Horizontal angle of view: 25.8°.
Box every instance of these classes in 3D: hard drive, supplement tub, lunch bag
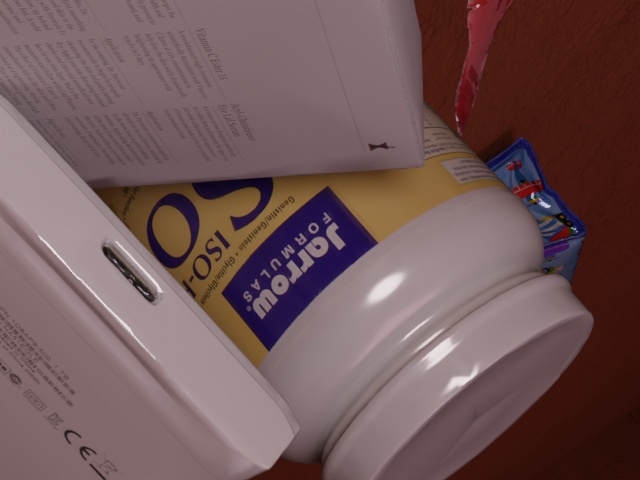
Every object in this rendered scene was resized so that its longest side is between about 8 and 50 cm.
[{"bbox_3d":[-0.192,0.084,0.800,0.353,0.233,0.047,-34,-169,47],"label":"hard drive"},{"bbox_3d":[0.000,0.000,0.961,0.241,0.331,0.241,-35,158,-16],"label":"supplement tub"},{"bbox_3d":[0.137,0.044,1.594,0.293,0.138,0.221,-29,160,-6],"label":"lunch bag"}]

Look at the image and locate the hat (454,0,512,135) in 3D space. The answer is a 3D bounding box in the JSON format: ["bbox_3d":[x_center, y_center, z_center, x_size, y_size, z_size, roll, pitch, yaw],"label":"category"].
[{"bbox_3d":[0.156,-0.215,0.893,0.208,0.183,0.173,-21,-161,38],"label":"hat"}]

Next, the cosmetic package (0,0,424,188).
[{"bbox_3d":[-0.108,-0.134,0.644,0.284,0.097,0.377,-1,160,9],"label":"cosmetic package"}]
